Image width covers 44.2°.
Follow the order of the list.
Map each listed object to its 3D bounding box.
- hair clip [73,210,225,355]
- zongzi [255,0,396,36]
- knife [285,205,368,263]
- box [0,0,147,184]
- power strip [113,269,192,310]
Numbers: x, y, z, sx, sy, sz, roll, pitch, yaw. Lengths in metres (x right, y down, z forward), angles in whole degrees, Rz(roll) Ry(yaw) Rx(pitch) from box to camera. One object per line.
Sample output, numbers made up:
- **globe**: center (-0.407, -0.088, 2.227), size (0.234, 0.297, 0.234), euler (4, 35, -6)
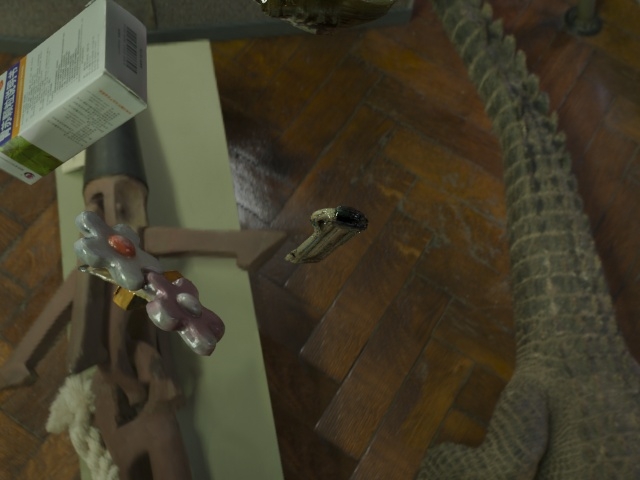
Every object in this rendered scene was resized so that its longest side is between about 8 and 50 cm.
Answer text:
- **hair clip**: center (-0.232, 0.059, 1.048), size (0.257, 0.146, 0.075), euler (35, 97, 6)
- **zongzi**: center (-0.059, -0.355, 0.728), size (0.299, 0.138, 0.286), euler (4, 99, -25)
- **knife**: center (0.001, -0.006, 1.265), size (0.089, 0.365, 0.043), euler (12, 76, -9)
- **box**: center (-0.440, -0.258, 1.370), size (0.299, 0.106, 0.200), euler (-28, 51, 25)
- **power strip**: center (-0.251, 0.075, 1.219), size (0.028, 0.178, 0.049), euler (40, 107, 17)
